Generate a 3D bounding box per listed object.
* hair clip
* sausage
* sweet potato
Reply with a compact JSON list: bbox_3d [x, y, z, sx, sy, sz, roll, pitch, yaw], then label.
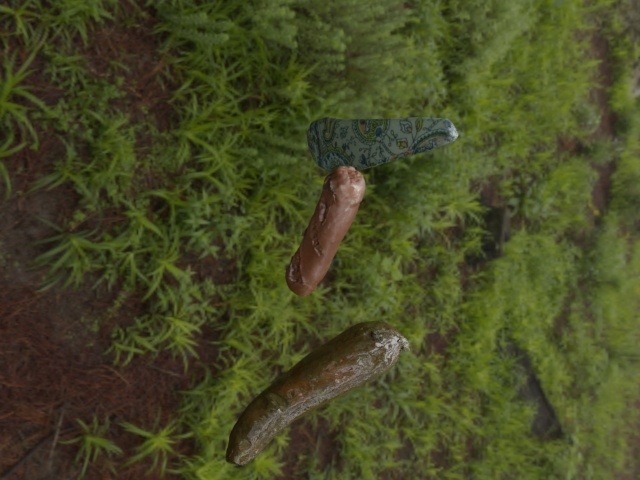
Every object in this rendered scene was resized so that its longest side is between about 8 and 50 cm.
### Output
[{"bbox_3d":[0.054,-0.113,0.766,0.036,0.229,0.066,-16,103,-40],"label":"hair clip"},{"bbox_3d":[0.000,0.000,0.577,0.042,0.036,0.158,-48,169,-41],"label":"sausage"},{"bbox_3d":[-0.016,0.184,0.837,0.075,0.273,0.075,54,5,-7],"label":"sweet potato"}]
